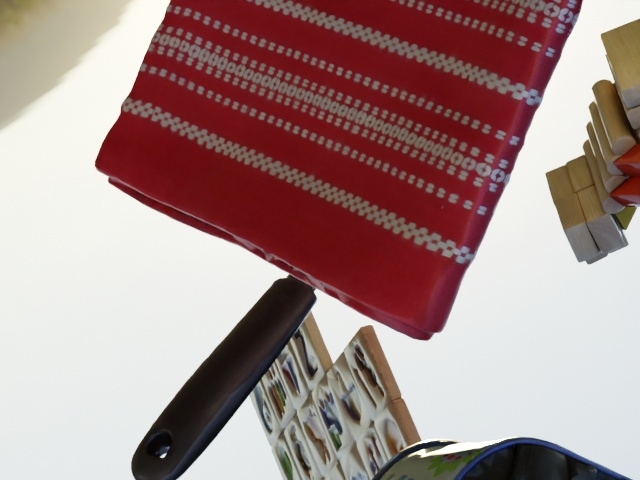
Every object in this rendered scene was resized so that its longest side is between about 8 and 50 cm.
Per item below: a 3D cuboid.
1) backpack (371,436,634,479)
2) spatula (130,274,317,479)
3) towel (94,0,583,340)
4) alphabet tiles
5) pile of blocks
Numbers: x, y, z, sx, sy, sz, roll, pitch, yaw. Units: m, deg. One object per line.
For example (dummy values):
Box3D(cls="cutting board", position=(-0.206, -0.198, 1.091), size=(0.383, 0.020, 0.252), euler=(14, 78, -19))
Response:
Box3D(cls="backpack", position=(0.044, 0.114, 0.546), size=(0.084, 0.105, 0.114), euler=(-11, -127, 61))
Box3D(cls="spatula", position=(0.000, 0.000, 0.951), size=(0.084, 0.030, 0.296), euler=(20, -113, 35))
Box3D(cls="towel", position=(0.023, -0.119, 0.731), size=(0.199, 0.031, 0.274), euler=(28, -80, 42))
Box3D(cls="alphabet tiles", position=(0.020, 0.133, 1.035), size=(0.009, 0.198, 0.237), euler=(-18, 165, -19))
Box3D(cls="pile of blocks", position=(0.291, -0.106, 1.598), size=(0.149, 0.362, 0.112), euler=(5, -141, -11))
